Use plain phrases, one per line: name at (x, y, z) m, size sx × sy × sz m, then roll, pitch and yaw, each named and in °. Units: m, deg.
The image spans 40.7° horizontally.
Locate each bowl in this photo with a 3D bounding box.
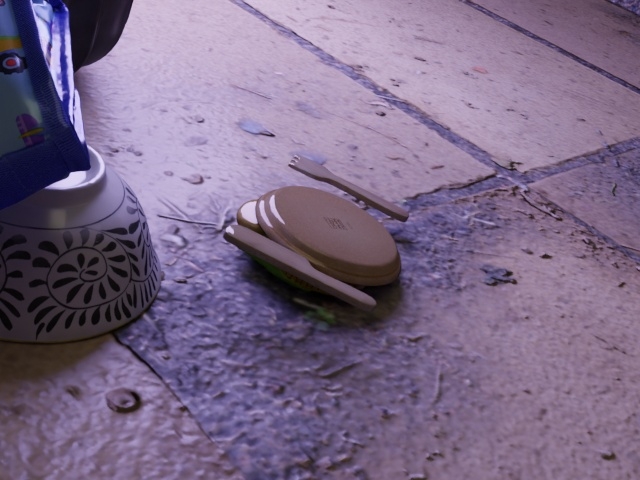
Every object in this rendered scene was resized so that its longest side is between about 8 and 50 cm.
bowl at (-0.180, -0.018, 0.556) m, size 0.170 × 0.080 × 0.170 m, roll 14°, pitch 31°, yaw -9°

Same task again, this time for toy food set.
toy food set at (0.000, 0.000, 0.670) m, size 0.132 × 0.038 × 0.192 m, roll 28°, pitch 26°, yaw 3°

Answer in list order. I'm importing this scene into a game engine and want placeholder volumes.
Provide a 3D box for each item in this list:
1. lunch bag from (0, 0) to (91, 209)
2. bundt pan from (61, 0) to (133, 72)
lunch bag at (-0.259, -0.084, 0.499) m, size 0.221 × 0.138 × 0.293 m, roll -23°, pitch 46°, yaw -4°
bundt pan at (-0.321, -0.233, 0.767) m, size 0.331 × 0.124 × 0.330 m, roll 11°, pitch 28°, yaw -6°
